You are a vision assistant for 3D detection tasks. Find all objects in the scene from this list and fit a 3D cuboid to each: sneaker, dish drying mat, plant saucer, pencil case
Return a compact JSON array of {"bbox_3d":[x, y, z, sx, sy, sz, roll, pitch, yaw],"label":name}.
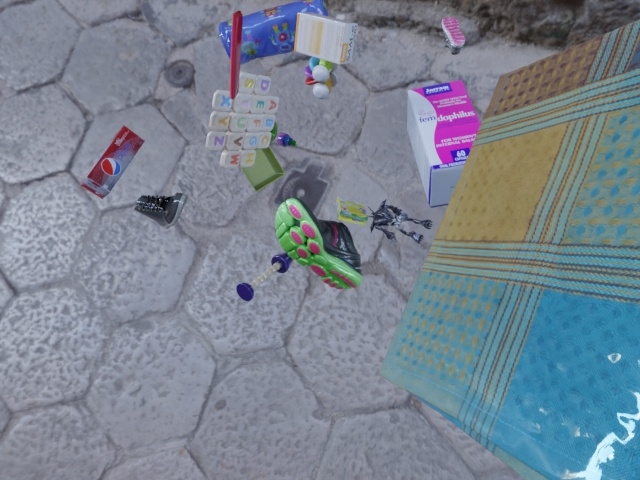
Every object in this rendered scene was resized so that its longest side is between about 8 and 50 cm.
[{"bbox_3d":[-0.469,-0.099,1.268,0.118,0.222,0.083,28,61,-24],"label":"sneaker"},{"bbox_3d":[-0.089,-0.194,0.460,0.008,0.083,0.032,9,34,-4],"label":"dish drying mat"},{"bbox_3d":[-0.274,-0.326,1.906,0.188,0.045,0.188,-39,104,-36],"label":"plant saucer"},{"bbox_3d":[0.000,0.000,1.647,0.185,0.482,0.202,-14,45,30],"label":"sneaker"},{"bbox_3d":[0.485,-0.755,1.618,0.063,0.074,0.170,-10,61,-2],"label":"sneaker"},{"bbox_3d":[-0.119,-0.568,1.196,0.307,0.133,0.119,-12,52,6],"label":"pencil case"}]

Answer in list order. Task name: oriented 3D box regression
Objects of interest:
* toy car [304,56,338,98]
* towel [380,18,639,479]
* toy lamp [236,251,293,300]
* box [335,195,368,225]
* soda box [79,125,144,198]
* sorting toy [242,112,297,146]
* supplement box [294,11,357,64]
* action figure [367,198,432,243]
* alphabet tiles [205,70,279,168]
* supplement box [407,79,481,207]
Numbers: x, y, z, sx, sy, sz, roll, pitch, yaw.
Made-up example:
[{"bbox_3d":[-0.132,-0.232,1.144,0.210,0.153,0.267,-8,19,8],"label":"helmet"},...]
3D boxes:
[{"bbox_3d":[-0.005,-0.724,1.911,0.136,0.182,0.159,18,54,16],"label":"toy car"},{"bbox_3d":[0.192,-0.009,0.373,0.040,0.271,0.369,25,86,-20],"label":"towel"},{"bbox_3d":[-0.193,0.122,1.594,0.080,0.080,0.275,32,39,17],"label":"toy lamp"},{"bbox_3d":[0.113,-0.106,1.595,0.105,0.179,0.043,13,111,-7],"label":"box"},{"bbox_3d":[-0.741,-0.282,1.560,0.084,0.092,0.263,-20,42,43],"label":"soda box"},{"bbox_3d":[-0.219,-0.494,1.989,0.126,0.366,0.126,24,95,30],"label":"sorting toy"},{"bbox_3d":[0.007,-0.335,0.721,0.099,0.062,0.036,28,37,26],"label":"supplement box"},{"bbox_3d":[0.317,-0.068,1.832,0.276,0.141,0.164,23,80,35],"label":"action figure"},{"bbox_3d":[-0.224,-0.354,1.308,0.021,0.278,0.283,26,114,25],"label":"alphabet tiles"},{"bbox_3d":[0.242,-0.189,0.843,0.111,0.114,0.219,-10,55,5],"label":"supplement box"}]
